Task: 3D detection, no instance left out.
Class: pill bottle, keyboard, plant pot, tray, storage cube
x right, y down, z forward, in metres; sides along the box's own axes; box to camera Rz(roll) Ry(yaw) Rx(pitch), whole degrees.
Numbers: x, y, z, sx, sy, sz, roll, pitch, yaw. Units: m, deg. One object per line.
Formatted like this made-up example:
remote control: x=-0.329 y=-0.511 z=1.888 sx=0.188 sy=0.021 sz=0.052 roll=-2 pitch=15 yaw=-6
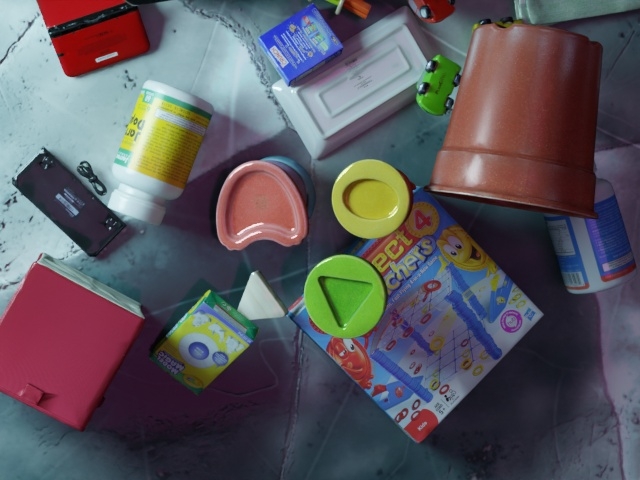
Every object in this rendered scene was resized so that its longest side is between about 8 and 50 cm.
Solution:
pill bottle: x=-0.255 y=-0.134 z=1.694 sx=0.118 sy=0.117 sz=0.208 roll=21 pitch=91 yaw=-11
keyboard: x=-0.390 y=-0.070 z=1.724 sx=0.108 sy=0.023 sz=0.180 roll=-45 pitch=101 yaw=2
plant pot: x=0.313 y=-0.185 z=1.676 sx=0.273 sy=0.272 sz=0.265 roll=9 pitch=92 yaw=-11
tray: x=0.069 y=-0.262 z=1.788 sx=0.270 sy=0.030 sz=0.145 roll=-32 pitch=98 yaw=-7
storage cube: x=-0.397 y=0.148 z=1.655 sx=0.215 sy=0.184 sz=0.193 roll=30 pitch=88 yaw=-11
pill bottle: x=0.444 y=-0.031 z=1.824 sx=0.124 sy=0.124 sz=0.221 roll=-19 pitch=98 yaw=-8

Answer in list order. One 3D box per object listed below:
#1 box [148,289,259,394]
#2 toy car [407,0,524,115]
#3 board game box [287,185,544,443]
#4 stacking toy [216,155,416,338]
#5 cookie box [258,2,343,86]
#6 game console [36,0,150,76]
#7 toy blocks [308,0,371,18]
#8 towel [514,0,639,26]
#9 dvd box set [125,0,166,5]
box: x=-0.193 y=0.170 z=1.728 sx=0.105 sy=0.043 sz=0.179 roll=39 pitch=122 yaw=-10
toy car: x=0.206 y=-0.306 z=1.774 sx=0.239 sy=0.053 sz=0.225 roll=26 pitch=77 yaw=-18
board game box: x=0.157 y=0.121 z=1.802 sx=0.308 sy=0.086 sz=0.302 roll=-46 pitch=100 yaw=-4
stacking toy: x=0.000 y=0.000 z=1.725 sx=0.309 sy=0.130 sz=0.279 roll=5 pitch=100 yaw=17
cookie box: x=-0.033 y=-0.315 z=1.751 sx=0.107 sy=0.040 sz=0.091 roll=-33 pitch=85 yaw=-7
game console: x=-0.359 y=-0.345 z=1.713 sx=0.144 sy=0.085 sz=0.124 roll=-21 pitch=128 yaw=-8
toy blocks: x=0.067 y=-0.406 z=1.733 sx=0.148 sy=0.054 sz=0.123 roll=24 pitch=129 yaw=-2
towel: x=0.428 y=-0.527 z=1.791 sx=0.248 sy=0.038 sz=0.324 roll=-13 pitch=111 yaw=-10
dvd box set: x=-0.168 y=-0.584 z=1.625 sx=0.308 sy=0.062 sz=0.420 roll=-5 pitch=89 yaw=10
